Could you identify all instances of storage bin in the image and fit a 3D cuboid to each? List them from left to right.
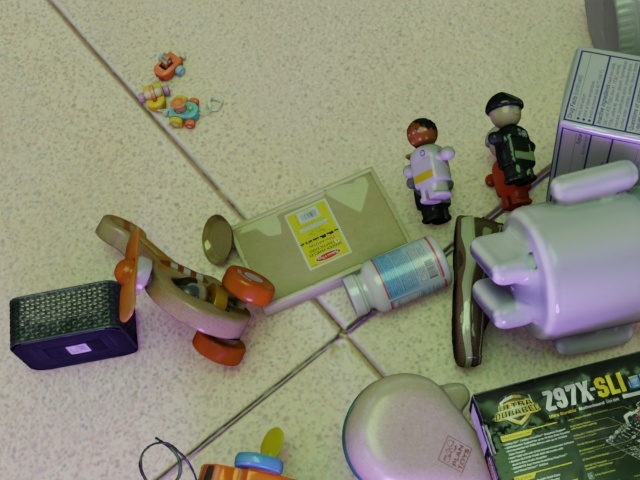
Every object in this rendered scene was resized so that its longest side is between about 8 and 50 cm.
[{"bbox_3d":[-0.391,0.137,1.666,0.180,0.122,0.084,-10,63,3],"label":"storage bin"}]

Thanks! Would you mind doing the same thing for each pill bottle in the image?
[{"bbox_3d":[0.120,0.059,1.654,0.160,0.087,0.087,-22,63,-4],"label":"pill bottle"}]

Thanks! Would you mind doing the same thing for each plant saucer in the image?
[{"bbox_3d":[-0.167,-0.002,1.741,0.015,0.083,0.083,2,53,-41],"label":"plant saucer"}]

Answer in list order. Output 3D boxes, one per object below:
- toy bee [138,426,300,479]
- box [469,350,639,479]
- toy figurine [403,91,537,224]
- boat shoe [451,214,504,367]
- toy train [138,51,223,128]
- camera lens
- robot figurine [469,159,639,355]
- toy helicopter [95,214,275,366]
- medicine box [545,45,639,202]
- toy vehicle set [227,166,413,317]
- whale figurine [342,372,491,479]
[{"bbox_3d":[-0.114,0.354,1.526,0.298,0.162,0.195,37,64,-4],"label":"toy bee"},{"bbox_3d":[0.392,0.294,1.407,0.322,0.079,0.257,-15,60,-1],"label":"box"},{"bbox_3d":[0.234,-0.128,1.662,0.210,0.213,0.148,-11,75,7],"label":"toy figurine"},{"bbox_3d":[0.255,0.075,1.627,0.095,0.095,0.257,3,64,3],"label":"boat shoe"},{"bbox_3d":[-0.261,-0.277,1.893,0.125,0.046,0.166,-42,66,-13],"label":"toy train"},{"bbox_3d":[0.600,-0.401,1.739,0.274,0.219,0.219,-12,63,2],"label":"camera lens"},{"bbox_3d":[0.401,0.030,1.531,0.354,0.299,0.199,-10,29,-9],"label":"robot figurine"},{"bbox_3d":[-0.258,0.052,1.649,0.355,0.235,0.140,36,105,39],"label":"toy helicopter"},{"bbox_3d":[0.506,-0.140,1.600,0.289,0.263,0.149,14,66,14],"label":"medicine box"},{"bbox_3d":[0.000,0.000,1.728,0.267,0.035,0.166,-23,63,-4],"label":"toy vehicle set"},{"bbox_3d":[0.158,0.308,1.522,0.272,0.141,0.216,27,69,-7],"label":"whale figurine"}]
